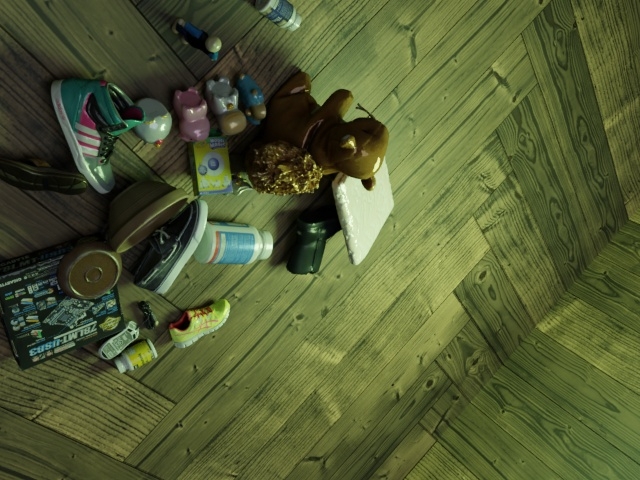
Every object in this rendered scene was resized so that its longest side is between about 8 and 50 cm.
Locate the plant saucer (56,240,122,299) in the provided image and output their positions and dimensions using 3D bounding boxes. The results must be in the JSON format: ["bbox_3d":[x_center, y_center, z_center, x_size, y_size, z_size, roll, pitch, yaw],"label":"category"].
[{"bbox_3d":[-0.588,0.084,1.712,0.168,0.029,0.169,-21,127,-30],"label":"plant saucer"}]

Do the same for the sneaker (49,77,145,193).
[{"bbox_3d":[-0.498,-0.253,1.581,0.178,0.124,0.296,-9,126,4],"label":"sneaker"}]

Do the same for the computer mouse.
[{"bbox_3d":[-0.564,0.263,1.923,0.193,0.042,0.106,-38,140,-21],"label":"computer mouse"}]

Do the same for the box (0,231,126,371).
[{"bbox_3d":[-0.681,0.158,1.744,0.295,0.073,0.294,-22,127,-29],"label":"box"}]

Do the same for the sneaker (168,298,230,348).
[{"bbox_3d":[-0.370,0.240,2.034,0.208,0.081,0.094,-36,130,-15],"label":"sneaker"}]

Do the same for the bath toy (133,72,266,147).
[{"bbox_3d":[-0.317,-0.317,1.720,0.348,0.151,0.129,-20,158,-27],"label":"bath toy"}]

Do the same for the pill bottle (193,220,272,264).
[{"bbox_3d":[-0.255,0.009,1.958,0.221,0.124,0.124,4,113,-39],"label":"pill bottle"}]

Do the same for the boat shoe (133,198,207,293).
[{"bbox_3d":[-0.414,0.009,1.816,0.102,0.108,0.301,21,111,-39],"label":"boat shoe"}]

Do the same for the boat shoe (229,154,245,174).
[{"bbox_3d":[-0.279,-0.202,1.875,0.153,0.048,0.056,-28,104,-31],"label":"boat shoe"}]

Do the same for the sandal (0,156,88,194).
[{"bbox_3d":[-0.655,-0.161,1.557,0.219,0.060,0.090,7,145,-13],"label":"sandal"}]

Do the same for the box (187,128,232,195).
[{"bbox_3d":[-0.300,-0.214,1.807,0.105,0.043,0.179,-9,93,-33],"label":"box"}]

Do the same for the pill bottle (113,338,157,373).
[{"bbox_3d":[-0.548,0.344,1.966,0.116,0.065,0.065,-27,129,-22],"label":"pill bottle"}]

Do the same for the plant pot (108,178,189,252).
[{"bbox_3d":[-0.462,-0.081,1.714,0.237,0.237,0.110,-39,93,-13],"label":"plant pot"}]

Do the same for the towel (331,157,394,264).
[{"bbox_3d":[0.139,-0.142,2.140,0.317,0.053,0.332,-58,144,-39],"label":"towel"}]

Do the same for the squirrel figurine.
[{"bbox_3d":[-0.009,-0.233,1.825,0.397,0.370,0.281,-40,133,-17],"label":"squirrel figurine"}]

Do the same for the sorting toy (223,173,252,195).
[{"bbox_3d":[-0.233,-0.153,1.912,0.083,0.075,0.045,-25,128,-26],"label":"sorting toy"}]

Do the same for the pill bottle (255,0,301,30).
[{"bbox_3d":[-0.108,-0.602,1.750,0.120,0.067,0.067,24,99,-44],"label":"pill bottle"}]

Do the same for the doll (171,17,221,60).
[{"bbox_3d":[-0.294,-0.483,1.588,0.046,0.189,0.129,-48,135,-5],"label":"doll"}]

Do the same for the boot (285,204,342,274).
[{"bbox_3d":[0.000,0.000,2.178,0.246,0.094,0.207,-17,132,-41],"label":"boot"}]
